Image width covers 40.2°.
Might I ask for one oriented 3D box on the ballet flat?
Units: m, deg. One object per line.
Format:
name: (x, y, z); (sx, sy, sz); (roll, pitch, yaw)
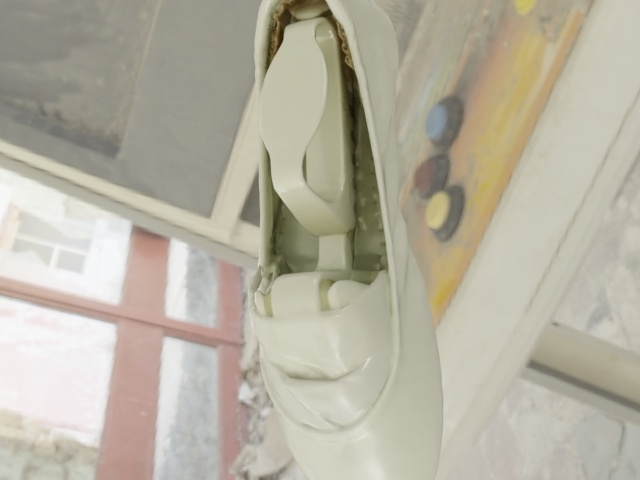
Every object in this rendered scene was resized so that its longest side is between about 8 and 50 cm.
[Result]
ballet flat: (0.000, 0.000, 0.613); (0.139, 0.139, 0.401); (151, 118, -69)
